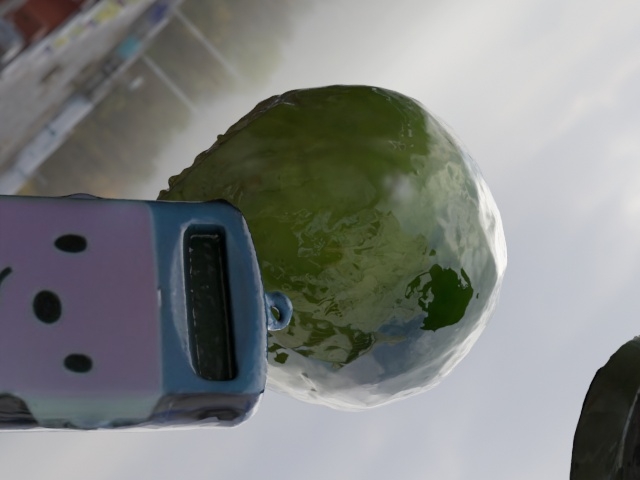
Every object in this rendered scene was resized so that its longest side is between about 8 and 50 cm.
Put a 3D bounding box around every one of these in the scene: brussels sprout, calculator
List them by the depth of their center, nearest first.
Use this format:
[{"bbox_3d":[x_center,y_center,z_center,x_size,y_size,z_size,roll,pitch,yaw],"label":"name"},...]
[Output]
[{"bbox_3d":[-0.160,0.047,1.042,0.051,0.293,0.173,114,-27,-56],"label":"calculator"},{"bbox_3d":[0.000,0.000,1.347,0.344,0.344,0.268,144,-38,-77],"label":"brussels sprout"}]

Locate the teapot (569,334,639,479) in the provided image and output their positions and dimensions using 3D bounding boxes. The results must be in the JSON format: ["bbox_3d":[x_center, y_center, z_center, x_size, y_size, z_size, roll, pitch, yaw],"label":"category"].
[{"bbox_3d":[0.357,0.183,1.148,0.337,0.200,0.270,3,-173,39],"label":"teapot"}]
